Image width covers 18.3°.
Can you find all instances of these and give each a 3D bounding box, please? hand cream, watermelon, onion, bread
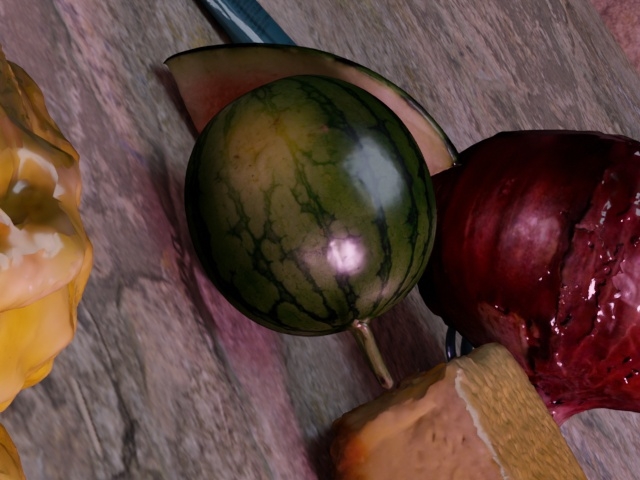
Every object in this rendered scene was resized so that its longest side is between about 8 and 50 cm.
[{"bbox_3d":[-0.029,-0.127,1.397,0.224,0.048,0.083,50,19,-10],"label":"hand cream"},{"bbox_3d":[0.000,0.000,1.113,0.140,0.140,0.187,11,59,-67],"label":"watermelon"},{"bbox_3d":[0.166,0.037,1.292,0.252,0.219,0.252,28,-11,6],"label":"onion"},{"bbox_3d":[0.012,-0.067,1.238,0.193,0.145,0.137,41,30,-44],"label":"watermelon"},{"bbox_3d":[0.114,0.200,1.146,0.275,0.114,0.185,62,15,4],"label":"bread"}]

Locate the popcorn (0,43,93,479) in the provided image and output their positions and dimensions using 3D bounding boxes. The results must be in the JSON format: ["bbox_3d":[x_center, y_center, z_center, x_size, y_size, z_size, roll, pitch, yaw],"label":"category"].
[{"bbox_3d":[-0.171,-0.007,0.604,0.250,0.190,0.250,43,15,-14],"label":"popcorn"}]

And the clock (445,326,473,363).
[{"bbox_3d":[0.122,0.120,1.391,0.147,0.045,0.108,64,17,14],"label":"clock"}]
